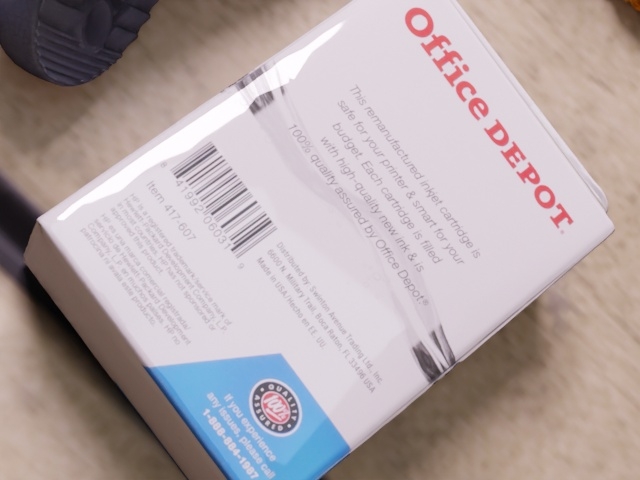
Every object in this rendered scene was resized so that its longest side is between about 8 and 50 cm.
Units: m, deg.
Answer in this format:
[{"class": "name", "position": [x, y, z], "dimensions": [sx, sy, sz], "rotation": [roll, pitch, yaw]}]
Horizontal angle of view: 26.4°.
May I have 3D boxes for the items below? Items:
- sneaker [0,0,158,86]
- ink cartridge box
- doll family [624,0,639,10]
[{"class": "sneaker", "position": [-0.113, -0.226, 0.605], "dimensions": [0.131, 0.112, 0.319], "rotation": [11, 81, 16]}, {"class": "ink cartridge box", "position": [0.000, 0.000, 0.587], "dimensions": [0.203, 0.086, 0.148], "rotation": [-37, 91, -20]}, {"class": "doll family", "position": [0.197, -0.199, 0.672], "dimensions": [0.163, 0.118, 0.263], "rotation": [-49, 124, -14]}]
